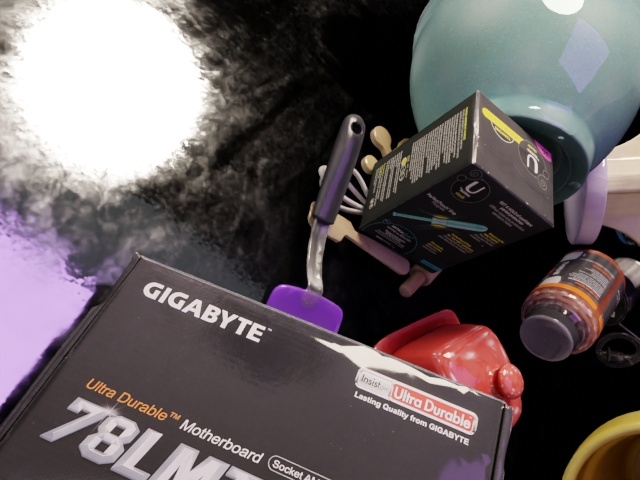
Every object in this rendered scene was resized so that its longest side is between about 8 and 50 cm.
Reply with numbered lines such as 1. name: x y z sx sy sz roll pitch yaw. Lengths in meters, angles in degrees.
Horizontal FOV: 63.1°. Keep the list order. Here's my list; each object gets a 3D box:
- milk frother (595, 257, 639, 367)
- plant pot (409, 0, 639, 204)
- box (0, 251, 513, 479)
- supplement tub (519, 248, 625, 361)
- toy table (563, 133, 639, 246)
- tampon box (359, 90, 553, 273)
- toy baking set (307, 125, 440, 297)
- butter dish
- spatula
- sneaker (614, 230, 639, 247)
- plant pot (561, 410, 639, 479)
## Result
1. milk frother: 0.504 0.120 0.879 0.135 0.129 0.143 -16 126 -41
2. plant pot: 0.241 -0.160 0.641 0.293 0.293 0.196 32 60 -25
3. box: -0.060 0.181 0.308 0.296 0.073 0.293 22 56 8
4. supplement tub: 0.360 0.093 0.752 0.198 0.106 0.106 -29 92 -42
5. toy table: 0.473 -0.082 0.798 0.274 0.161 0.252 -29 118 -67
6. tampon box: 0.144 -0.053 0.561 0.120 0.161 0.101 31 54 -24
7. toy baking set: 0.088 -0.032 0.638 0.196 0.030 0.256 53 48 -6
8. butter dish: 0.159 0.156 0.556 0.160 0.118 0.160 -14 81 -42
9. spatula: 0.000 0.000 0.518 0.084 0.030 0.296 25 68 -26
10. sneaker: 0.672 -0.029 1.072 0.341 0.125 0.139 35 82 -27
11. plant pot: 0.462 0.334 0.662 0.239 0.254 0.254 5 69 -53
